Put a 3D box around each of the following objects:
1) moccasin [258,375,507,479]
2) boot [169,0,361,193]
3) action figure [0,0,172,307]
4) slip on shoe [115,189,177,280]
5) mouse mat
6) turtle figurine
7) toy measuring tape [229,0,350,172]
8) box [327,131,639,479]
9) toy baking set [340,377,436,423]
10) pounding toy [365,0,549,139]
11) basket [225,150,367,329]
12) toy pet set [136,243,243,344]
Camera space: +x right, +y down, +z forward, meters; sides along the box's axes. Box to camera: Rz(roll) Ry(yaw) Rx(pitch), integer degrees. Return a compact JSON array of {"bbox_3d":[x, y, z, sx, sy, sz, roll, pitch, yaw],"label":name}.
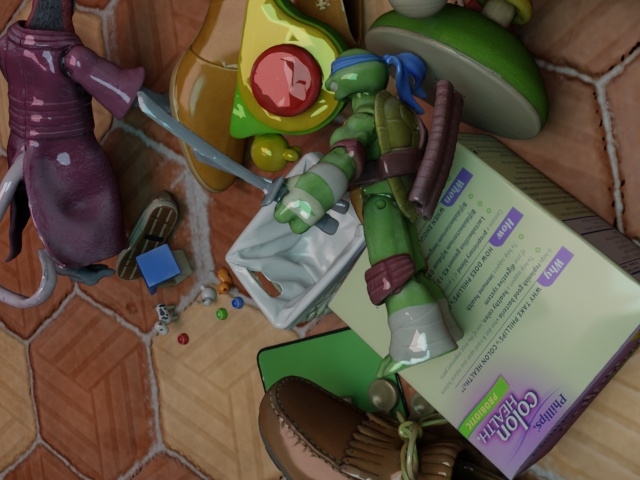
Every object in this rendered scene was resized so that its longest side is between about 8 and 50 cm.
[{"bbox_3d":[0.108,0.234,0.828,0.380,0.139,0.147,32,117,24],"label":"moccasin"},{"bbox_3d":[-0.055,-0.198,0.969,0.211,0.104,0.295,1,100,27],"label":"boot"},{"bbox_3d":[-0.333,-0.145,1.045,0.248,0.276,0.370,13,116,25],"label":"action figure"},{"bbox_3d":[-0.225,-0.006,1.134,0.135,0.051,0.041,-59,31,29],"label":"slip on shoe"},{"bbox_3d":[0.013,0.182,1.009,0.190,0.007,0.152,-18,84,33],"label":"mouse mat"},{"bbox_3d":[0.004,-0.012,0.749,0.266,0.275,0.198,69,158,5],"label":"turtle figurine"},{"bbox_3d":[-0.012,-0.222,0.855,0.121,0.121,0.330,22,111,31],"label":"toy measuring tape"},{"bbox_3d":[0.169,0.052,0.826,0.243,0.117,0.213,43,115,25],"label":"box"},{"bbox_3d":[0.081,0.268,0.950,0.197,0.030,0.256,-41,74,30],"label":"toy baking set"},{"bbox_3d":[0.127,-0.197,0.792,0.183,0.237,0.110,25,83,56],"label":"pounding toy"},{"bbox_3d":[0.000,0.000,0.944,0.167,0.103,0.113,-49,68,26],"label":"basket"},{"bbox_3d":[-0.178,0.063,1.092,0.122,0.065,0.114,-35,75,31],"label":"toy pet set"}]
